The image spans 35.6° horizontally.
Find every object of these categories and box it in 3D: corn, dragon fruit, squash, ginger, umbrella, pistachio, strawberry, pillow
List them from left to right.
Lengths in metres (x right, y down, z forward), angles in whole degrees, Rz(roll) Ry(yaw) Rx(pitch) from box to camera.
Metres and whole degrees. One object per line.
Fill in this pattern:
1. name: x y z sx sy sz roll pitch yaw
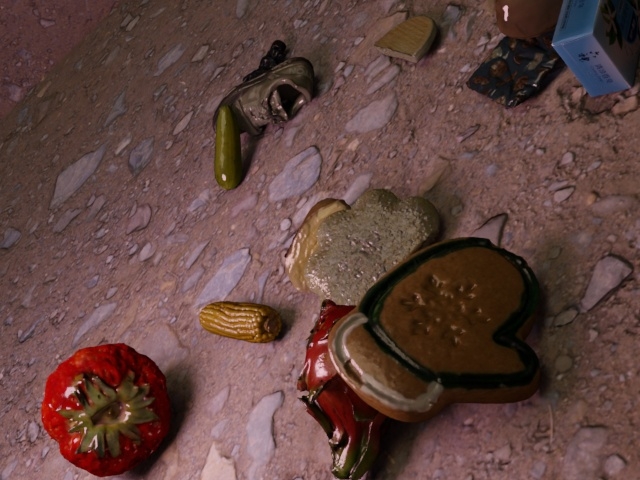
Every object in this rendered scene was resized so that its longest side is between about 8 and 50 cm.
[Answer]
1. strawberry: -0.426 0.324 1.970 0.257 0.257 0.277 -59 21 -13
2. squash: -0.219 -0.217 2.339 0.066 0.066 0.201 -8 84 45
3. corn: -0.163 0.156 1.957 0.231 0.080 0.080 4 60 50
4. umbrella: -0.146 -0.415 2.513 0.071 0.080 0.224 118 176 -61
5. ginger: -0.002 0.003 1.922 0.193 0.115 0.122 -51 14 6
6. dragon fruit: 0.037 0.231 1.580 0.200 0.198 0.269 19 86 43
7. pillow: 0.396 -0.359 1.855 0.255 0.034 0.189 -47 31 1
8. pistachio: 0.407 -0.458 1.815 0.226 0.136 0.136 -40 33 -5

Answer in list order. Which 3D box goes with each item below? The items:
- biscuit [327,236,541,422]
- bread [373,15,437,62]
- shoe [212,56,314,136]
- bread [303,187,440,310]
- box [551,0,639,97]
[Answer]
1. biscuit: 0.195 0.135 1.467 0.343 0.057 0.287 -36 56 -21
2. bread: 0.200 -0.439 2.160 0.112 0.036 0.193 -47 30 -5
3. shoe: -0.138 -0.313 2.355 0.293 0.109 0.149 -33 32 17
4. bread: 0.072 0.020 1.786 0.207 0.056 0.286 34 85 32
5. box: 0.478 -0.377 1.680 0.083 0.142 0.232 -8 51 45
